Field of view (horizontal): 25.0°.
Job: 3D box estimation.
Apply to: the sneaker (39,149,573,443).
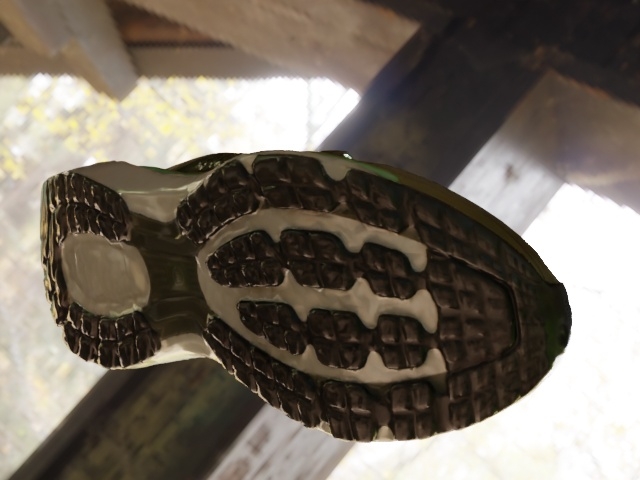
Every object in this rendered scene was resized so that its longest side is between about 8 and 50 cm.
[{"bbox_3d":[0.000,0.000,0.856,0.410,0.182,0.158,10,-67,47],"label":"sneaker"}]
